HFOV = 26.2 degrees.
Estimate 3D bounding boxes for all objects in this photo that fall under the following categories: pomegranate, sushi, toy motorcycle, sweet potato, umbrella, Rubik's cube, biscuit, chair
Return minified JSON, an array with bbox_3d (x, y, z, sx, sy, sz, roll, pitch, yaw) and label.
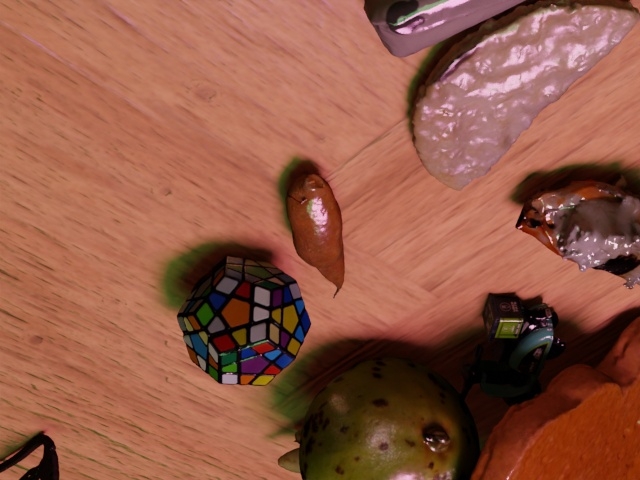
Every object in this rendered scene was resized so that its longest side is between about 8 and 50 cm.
[{"bbox_3d":[0.062,0.238,1.537,0.211,0.211,0.263,14,162,-30],"label":"pomegranate"},{"bbox_3d":[0.307,-0.007,1.389,0.226,0.103,0.097,14,116,-33],"label":"sushi"},{"bbox_3d":[0.217,0.131,1.558,0.100,0.058,0.173,2,137,-9],"label":"toy motorcycle"},{"bbox_3d":[0.000,0.000,1.341,0.056,0.056,0.195,-14,145,0],"label":"sweet potato"},{"bbox_3d":[0.194,-0.244,1.096,0.337,0.067,0.073,-25,153,12],"label":"umbrella"},{"bbox_3d":[-0.076,0.080,1.364,0.112,0.133,0.133,-27,147,-26],"label":"Rubik's cube"},{"bbox_3d":[0.278,0.290,1.573,0.455,0.078,0.349,-28,128,-36],"label":"biscuit"},{"bbox_3d":[-0.405,0.292,1.525,0.229,0.106,0.113,-40,136,26],"label":"chair"},{"bbox_3d":[0.160,-0.142,1.234,0.133,0.032,0.250,18,131,-34],"label":"biscuit"}]
